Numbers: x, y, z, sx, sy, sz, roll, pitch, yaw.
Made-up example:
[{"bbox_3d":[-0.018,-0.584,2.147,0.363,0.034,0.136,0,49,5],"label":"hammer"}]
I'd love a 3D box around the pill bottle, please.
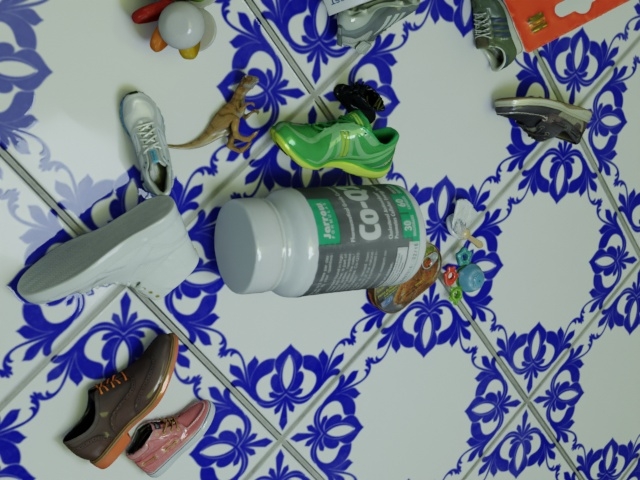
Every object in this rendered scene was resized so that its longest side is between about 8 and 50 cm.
[{"bbox_3d":[0.000,0.000,1.645,0.361,0.204,0.204,-5,105,-32],"label":"pill bottle"}]

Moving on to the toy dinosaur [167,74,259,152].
[{"bbox_3d":[-0.176,-0.203,1.583,0.112,0.064,0.211,42,82,0],"label":"toy dinosaur"}]

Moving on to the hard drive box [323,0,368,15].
[{"bbox_3d":[0.057,-0.548,1.569,0.181,0.089,0.232,-19,116,9],"label":"hard drive box"}]

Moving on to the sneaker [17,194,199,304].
[{"bbox_3d":[-0.347,0.062,1.497,0.292,0.108,0.169,-28,133,-7],"label":"sneaker"}]

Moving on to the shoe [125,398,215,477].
[{"bbox_3d":[-0.279,0.354,1.639,0.178,0.063,0.081,-47,127,-9],"label":"shoe"}]

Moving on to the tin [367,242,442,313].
[{"bbox_3d":[0.180,0.076,1.881,0.189,0.040,0.106,-36,122,-20],"label":"tin"}]

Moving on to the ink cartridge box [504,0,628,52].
[{"bbox_3d":[0.456,-0.593,1.651,0.308,0.091,0.385,-28,103,-9],"label":"ink cartridge box"}]

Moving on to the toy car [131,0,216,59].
[{"bbox_3d":[-0.242,-0.394,1.448,0.136,0.159,0.182,9,99,3],"label":"toy car"}]

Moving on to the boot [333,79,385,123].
[{"bbox_3d":[0.089,-0.262,1.700,0.121,0.099,0.045,39,78,-34],"label":"boot"}]

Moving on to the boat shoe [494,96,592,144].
[{"bbox_3d":[0.499,-0.265,1.962,0.285,0.103,0.092,2,96,-39],"label":"boat shoe"}]

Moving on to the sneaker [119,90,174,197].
[{"bbox_3d":[-0.285,-0.160,1.493,0.071,0.083,0.191,-20,110,-11],"label":"sneaker"}]

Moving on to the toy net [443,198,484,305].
[{"bbox_3d":[0.304,0.020,1.944,0.122,0.045,0.232,-22,111,-25],"label":"toy net"}]

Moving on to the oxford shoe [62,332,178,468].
[{"bbox_3d":[-0.349,0.271,1.559,0.098,0.097,0.271,36,82,-28],"label":"oxford shoe"}]

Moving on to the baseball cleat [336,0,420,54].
[{"bbox_3d":[0.105,-0.422,1.701,0.206,0.072,0.109,-21,138,-33],"label":"baseball cleat"}]

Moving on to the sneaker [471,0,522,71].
[{"bbox_3d":[0.356,-0.438,1.847,0.086,0.064,0.192,-51,126,-18],"label":"sneaker"}]

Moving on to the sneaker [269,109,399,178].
[{"bbox_3d":[0.028,-0.197,1.662,0.295,0.109,0.123,3,125,-41],"label":"sneaker"}]
